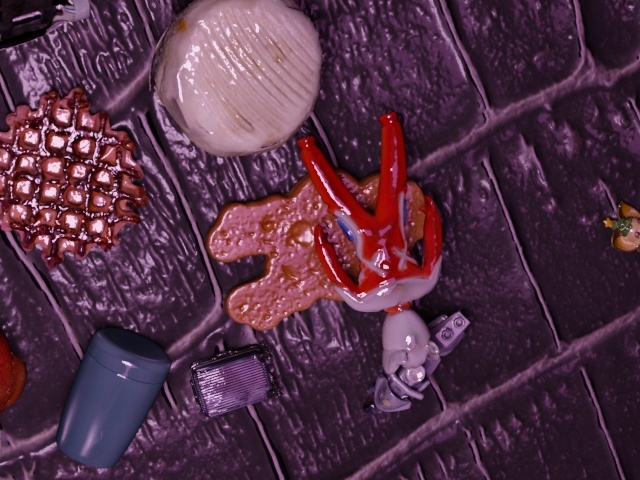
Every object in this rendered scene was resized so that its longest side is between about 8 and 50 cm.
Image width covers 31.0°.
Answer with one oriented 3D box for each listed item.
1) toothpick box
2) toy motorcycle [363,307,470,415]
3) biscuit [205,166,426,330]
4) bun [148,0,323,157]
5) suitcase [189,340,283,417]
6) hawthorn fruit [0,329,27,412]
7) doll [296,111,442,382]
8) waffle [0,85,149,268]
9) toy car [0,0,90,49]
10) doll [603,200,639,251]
[{"bbox_3d":[-0.300,0.226,1.643,0.120,0.120,0.184,24,99,-17],"label":"toothpick box"},{"bbox_3d":[0.141,0.181,1.736,0.080,0.122,0.215,44,89,-3],"label":"toy motorcycle"},{"bbox_3d":[0.000,0.000,1.700,0.334,0.047,0.202,-21,104,-6],"label":"biscuit"},{"bbox_3d":[-0.117,-0.231,1.574,0.239,0.141,0.239,-5,106,-18],"label":"bun"},{"bbox_3d":[-0.128,0.206,1.709,0.126,0.059,0.086,-17,104,-9],"label":"suitcase"},{"bbox_3d":[-0.479,0.162,1.577,0.148,0.148,0.172,-8,92,-12],"label":"hawthorn fruit"},{"bbox_3d":[0.090,0.017,1.644,0.188,0.099,0.384,-15,90,-8],"label":"doll"},{"bbox_3d":[-0.355,-0.082,1.596,0.221,0.055,0.234,-37,103,-2],"label":"waffle"},{"bbox_3d":[-0.396,-0.353,1.456,0.172,0.235,0.158,-24,68,-27],"label":"toy car"},{"bbox_3d":[0.500,-0.009,1.823,0.113,0.076,0.078,12,73,13],"label":"doll"}]
